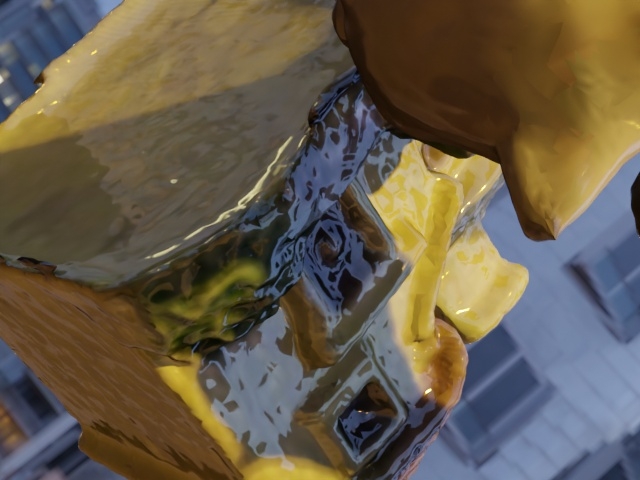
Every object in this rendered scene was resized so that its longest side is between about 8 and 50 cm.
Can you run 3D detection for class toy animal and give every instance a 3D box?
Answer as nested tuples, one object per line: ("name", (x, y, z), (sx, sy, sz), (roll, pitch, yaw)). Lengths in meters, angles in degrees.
("toy animal", (0.137, -0.042, 0.507), (0.188, 0.266, 0.307), (-82, 162, -64))

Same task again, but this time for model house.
("model house", (0.000, 0.000, 0.766), (0.261, 0.321, 0.266), (13, -37, 47))
